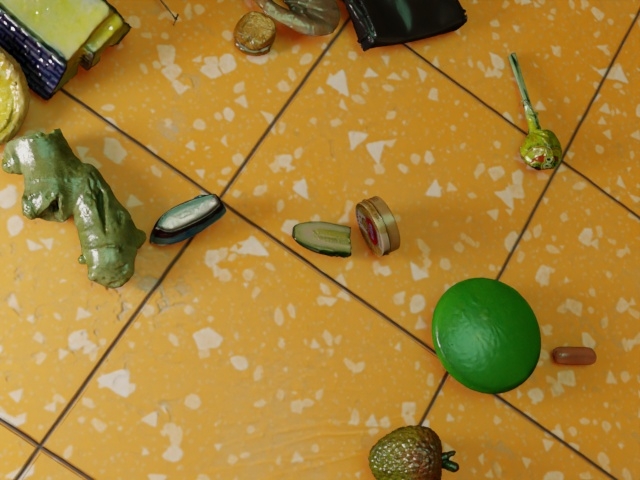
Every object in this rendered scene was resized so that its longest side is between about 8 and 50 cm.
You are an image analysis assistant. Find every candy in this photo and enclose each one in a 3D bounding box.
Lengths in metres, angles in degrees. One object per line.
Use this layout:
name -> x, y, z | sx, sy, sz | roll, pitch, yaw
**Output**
candy -> 0.409, -0.254, 1.969 | 0.077, 0.073, 0.262 | 6, 61, -37

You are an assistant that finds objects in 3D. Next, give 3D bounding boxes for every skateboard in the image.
skateboard -> -0.269, -0.431, 1.802 | 0.064, 0.032, 0.083 | -30, 81, -36

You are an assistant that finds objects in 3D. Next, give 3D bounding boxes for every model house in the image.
model house -> -0.453, -0.350, 1.667 | 0.194, 0.170, 0.211 | 42, 91, -9

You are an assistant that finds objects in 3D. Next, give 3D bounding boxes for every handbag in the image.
handbag -> 0.142, -0.485, 1.944 | 0.247, 0.080, 0.223 | -19, 86, -27

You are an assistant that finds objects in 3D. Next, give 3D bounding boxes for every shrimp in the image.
shrimp -> -0.078, -0.461, 1.855 | 0.254, 0.059, 0.145 | 38, 55, -4

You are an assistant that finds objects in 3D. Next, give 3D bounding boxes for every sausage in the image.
sausage -> 0.462, 0.210, 1.831 | 0.083, 0.034, 0.034 | 3, 71, -18

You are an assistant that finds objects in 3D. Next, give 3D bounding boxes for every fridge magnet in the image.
fridge magnet -> 0.287, 0.166, 1.754 | 0.208, 0.088, 0.208 | 7, 68, -17

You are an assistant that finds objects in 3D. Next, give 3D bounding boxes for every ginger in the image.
ginger -> -0.391, -0.053, 1.594 | 0.290, 0.089, 0.137 | 47, 45, -4

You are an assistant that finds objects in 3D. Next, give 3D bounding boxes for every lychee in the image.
lychee -> 0.150, 0.356, 1.627 | 0.146, 0.114, 0.114 | -2, 71, -1

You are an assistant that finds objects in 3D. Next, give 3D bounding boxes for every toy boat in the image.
toy boat -> -0.221, -0.032, 1.657 | 0.137, 0.061, 0.060 | -30, 75, -18

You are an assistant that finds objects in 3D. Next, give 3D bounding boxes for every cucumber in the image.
cucumber -> 0.000, 0.000, 1.740 | 0.107, 0.035, 0.067 | 11, 50, -15

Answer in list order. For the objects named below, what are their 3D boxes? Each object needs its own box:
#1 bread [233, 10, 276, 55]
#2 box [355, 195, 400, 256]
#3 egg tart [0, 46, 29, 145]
bread -> -0.118, -0.377, 1.825 | 0.081, 0.046, 0.083 | -6, 75, -16
box -> 0.099, -0.024, 1.744 | 0.037, 0.105, 0.105 | -22, 80, -14
egg tart -> -0.554, -0.232, 1.577 | 0.191, 0.074, 0.191 | -9, 105, -36
